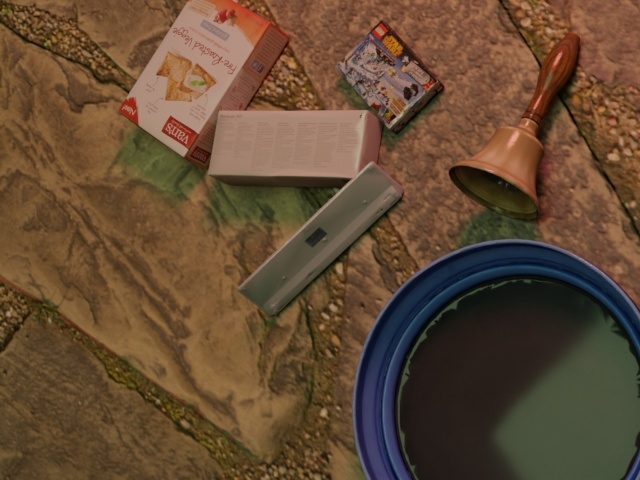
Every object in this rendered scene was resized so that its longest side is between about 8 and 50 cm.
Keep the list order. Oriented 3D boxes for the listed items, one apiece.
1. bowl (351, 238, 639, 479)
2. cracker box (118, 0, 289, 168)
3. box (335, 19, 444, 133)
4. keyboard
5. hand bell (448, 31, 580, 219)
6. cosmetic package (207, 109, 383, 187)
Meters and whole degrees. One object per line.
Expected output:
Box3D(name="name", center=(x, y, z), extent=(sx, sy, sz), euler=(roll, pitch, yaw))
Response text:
Box3D(name="bowl", center=(0.227, 0.195, 1.624), extent=(0.391, 0.077, 0.391), euler=(-8, 73, 26))
Box3D(name="cracker box", center=(-0.173, -0.243, 1.970), extent=(0.155, 0.067, 0.232), euler=(34, 94, 32))
Box3D(name="box", center=(0.095, -0.225, 1.844), extent=(0.094, 0.027, 0.137), euler=(-44, 61, 12))
Box3D(name="keyboard", center=(0.000, 0.000, 1.807), extent=(0.256, 0.072, 0.014), euler=(-44, 28, 11))
Box3D(name="hand bell", center=(0.271, -0.161, 1.705), extent=(0.126, 0.126, 0.242), euler=(19, 72, 31))
Box3D(name="cosmetic package", center=(-0.036, -0.127, 1.866), extent=(0.239, 0.060, 0.099), euler=(4, 79, 29))
